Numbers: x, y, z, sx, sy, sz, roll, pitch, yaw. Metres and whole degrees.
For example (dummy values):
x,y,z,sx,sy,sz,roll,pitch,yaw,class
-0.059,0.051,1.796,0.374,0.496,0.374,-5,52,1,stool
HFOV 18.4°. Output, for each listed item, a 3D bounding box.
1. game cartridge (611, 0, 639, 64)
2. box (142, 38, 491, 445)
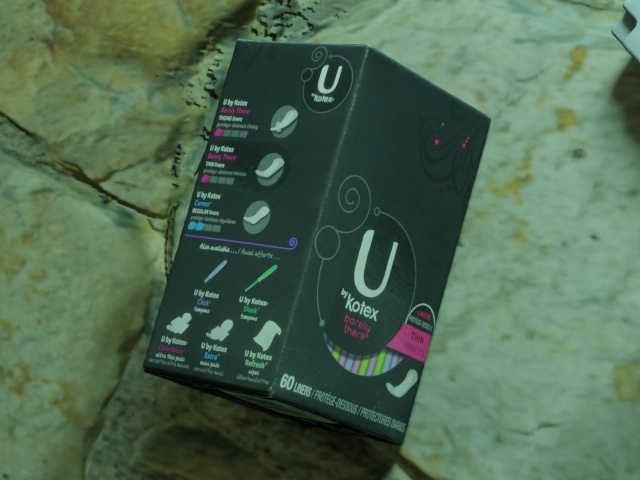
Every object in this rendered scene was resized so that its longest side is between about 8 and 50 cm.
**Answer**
x,y,z,sx,sy,sz,roll,pitch,yaw,class
0.356,-0.193,1.354,0.297,0.062,0.198,-47,54,16,game cartridge
0.000,0.000,1.500,0.143,0.165,0.270,7,78,42,box
